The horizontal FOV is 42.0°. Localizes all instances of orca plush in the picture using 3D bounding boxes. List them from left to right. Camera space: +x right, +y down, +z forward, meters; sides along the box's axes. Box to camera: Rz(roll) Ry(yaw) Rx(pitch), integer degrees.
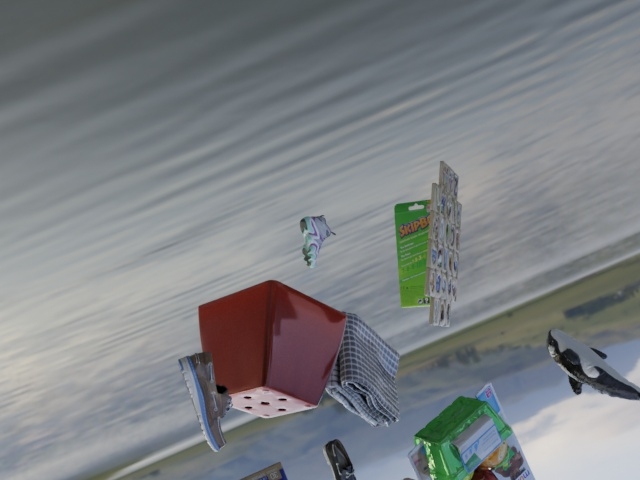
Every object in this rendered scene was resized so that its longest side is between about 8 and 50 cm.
[{"bbox_3d":[0.667,0.338,2.051,0.151,0.287,0.102,-20,136,-60],"label":"orca plush"}]

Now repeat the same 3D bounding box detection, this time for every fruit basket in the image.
[{"bbox_3d":[0.404,0.593,2.126,0.327,0.353,0.165,-32,-171,-28],"label":"fruit basket"}]

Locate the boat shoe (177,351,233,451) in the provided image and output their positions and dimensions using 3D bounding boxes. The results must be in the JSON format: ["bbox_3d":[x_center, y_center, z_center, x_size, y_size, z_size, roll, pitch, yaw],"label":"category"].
[{"bbox_3d":[-0.186,0.277,1.432,0.066,0.183,0.066,-20,-159,-13],"label":"boat shoe"}]

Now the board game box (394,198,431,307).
[{"bbox_3d":[0.249,0.032,2.048,0.124,0.260,0.039,-6,177,32],"label":"board game box"}]

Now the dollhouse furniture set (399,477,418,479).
[{"bbox_3d":[0.154,0.749,1.806,0.256,0.394,0.362,-23,147,27],"label":"dollhouse furniture set"}]

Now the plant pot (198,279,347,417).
[{"bbox_3d":[-0.120,0.275,1.968,0.267,0.236,0.267,-21,145,38],"label":"plant pot"}]

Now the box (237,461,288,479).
[{"bbox_3d":[-0.091,0.545,1.557,0.136,0.225,0.036,-15,165,-38],"label":"box"}]

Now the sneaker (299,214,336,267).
[{"bbox_3d":[0.000,0.000,1.566,0.069,0.098,0.038,-12,-164,-33],"label":"sneaker"}]

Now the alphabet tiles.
[{"bbox_3d":[0.267,0.013,1.792,0.011,0.343,0.285,3,175,20],"label":"alphabet tiles"}]

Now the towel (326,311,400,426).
[{"bbox_3d":[0.119,0.356,2.274,0.121,0.235,0.283,-26,133,21],"label":"towel"}]

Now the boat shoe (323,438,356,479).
[{"bbox_3d":[0.049,0.471,1.723,0.046,0.125,0.038,-5,153,-48],"label":"boat shoe"}]
